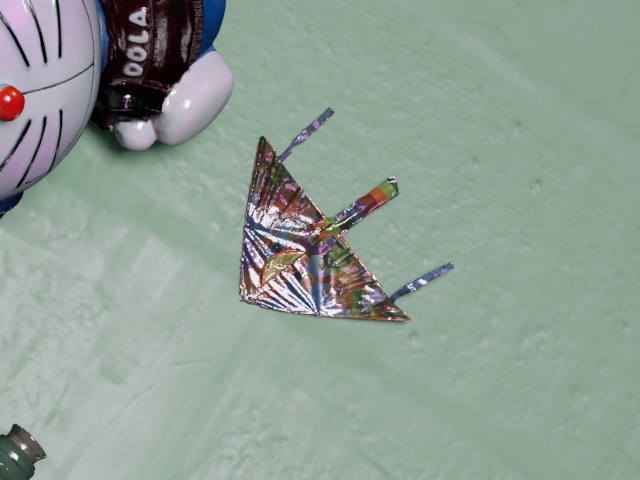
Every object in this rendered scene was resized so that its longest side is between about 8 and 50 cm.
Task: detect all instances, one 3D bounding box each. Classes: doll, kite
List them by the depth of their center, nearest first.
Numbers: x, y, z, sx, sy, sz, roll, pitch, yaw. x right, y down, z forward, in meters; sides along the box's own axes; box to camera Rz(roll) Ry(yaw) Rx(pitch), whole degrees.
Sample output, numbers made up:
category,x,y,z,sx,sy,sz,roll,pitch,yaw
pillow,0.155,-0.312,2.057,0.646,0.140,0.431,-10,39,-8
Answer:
category,x,y,z,sx,sy,sz,roll,pitch,yaw
doll,-0.220,-0.142,0.952,0.240,0.284,0.310,28,44,36
kite,0.000,0.000,1.108,0.160,0.010,0.183,-38,88,-19

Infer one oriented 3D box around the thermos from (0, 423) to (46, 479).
category,x,y,z,sx,sy,sz,roll,pitch,yaw
thermos,-0.253,0.199,0.943,0.083,0.073,0.188,46,68,-3
